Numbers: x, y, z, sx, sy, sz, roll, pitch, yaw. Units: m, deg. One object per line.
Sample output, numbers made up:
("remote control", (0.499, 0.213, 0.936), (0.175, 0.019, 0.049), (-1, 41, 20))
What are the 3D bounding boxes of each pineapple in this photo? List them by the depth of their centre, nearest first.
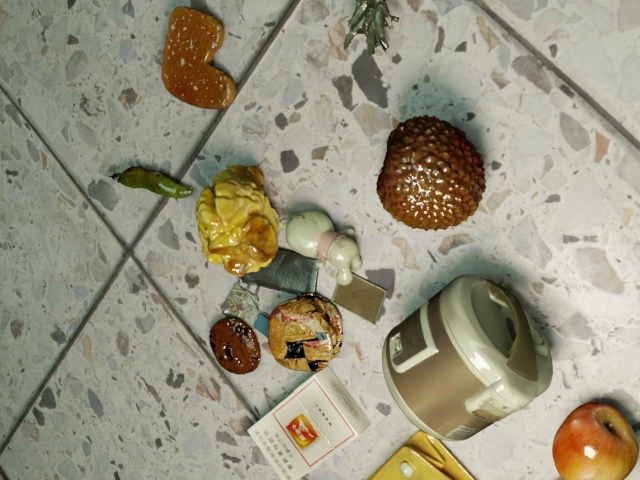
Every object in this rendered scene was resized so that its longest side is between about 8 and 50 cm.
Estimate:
("pineapple", (0.141, -0.629, 1.538), (0.165, 0.165, 0.365), (30, 114, 23))

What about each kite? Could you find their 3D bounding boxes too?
("kite", (-0.227, 0.162, 1.967), (0.141, 0.015, 0.245), (27, 112, 20))

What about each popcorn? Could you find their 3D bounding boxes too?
("popcorn", (-0.236, -0.066, 1.787), (0.225, 0.265, 0.333), (-7, 68, 22))

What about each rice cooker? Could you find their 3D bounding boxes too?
("rice cooker", (0.338, 0.263, 1.469), (0.325, 0.335, 0.335), (-44, 76, 33))

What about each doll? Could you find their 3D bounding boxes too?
("doll", (0.003, -0.005, 1.742), (0.275, 0.155, 0.113), (39, 153, 19))

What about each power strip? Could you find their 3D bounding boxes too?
("power strip", (-0.143, 0.268, 1.927), (0.123, 0.032, 0.056), (33, 114, 21))

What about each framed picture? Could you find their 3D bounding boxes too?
("framed picture", (0.105, 0.154, 1.776), (0.149, 0.011, 0.109), (27, 111, 23))

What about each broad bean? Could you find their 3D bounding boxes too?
("broad bean", (-0.550, -0.192, 2.066), (0.338, 0.061, 0.077), (14, 113, 28))

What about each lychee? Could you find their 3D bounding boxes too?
("lychee", (0.261, -0.150, 1.502), (0.267, 0.267, 0.268), (6, 101, 29))

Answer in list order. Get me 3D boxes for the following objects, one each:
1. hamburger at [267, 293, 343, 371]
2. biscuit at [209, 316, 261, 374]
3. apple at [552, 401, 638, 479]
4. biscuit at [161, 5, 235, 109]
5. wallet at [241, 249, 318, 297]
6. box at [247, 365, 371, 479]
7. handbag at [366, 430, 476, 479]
("hamburger", (-0.047, 0.261, 1.814), (0.230, 0.107, 0.231), (5, 105, 20))
("biscuit", (-0.266, 0.329, 1.994), (0.191, 0.049, 0.192), (8, 109, 24))
("apple", (0.611, 0.469, 1.443), (0.199, 0.199, 0.199), (6, 101, 29))
("biscuit", (-0.347, -0.534, 1.897), (0.262, 0.052, 0.277), (18, 106, 22))
("wallet", (-0.118, 0.086, 1.877), (0.244, 0.025, 0.124), (10, 102, 23))
("box", (-0.038, 0.546, 1.882), (0.330, 0.095, 0.210), (-44, 77, 27))
("handbag", (0.247, 0.738, 1.738), (0.283, 0.133, 0.401), (41, 116, 12))
